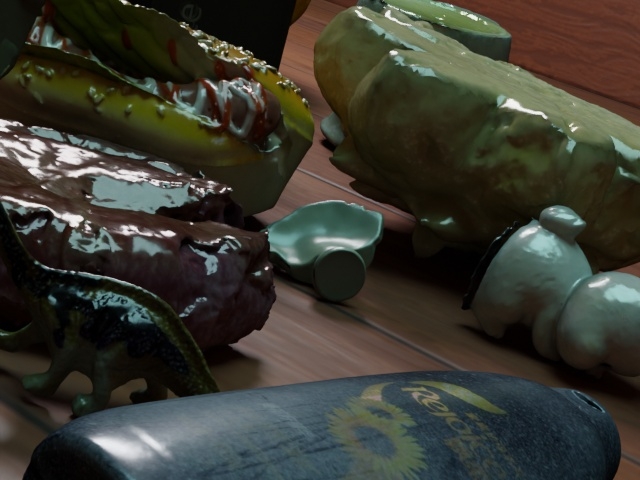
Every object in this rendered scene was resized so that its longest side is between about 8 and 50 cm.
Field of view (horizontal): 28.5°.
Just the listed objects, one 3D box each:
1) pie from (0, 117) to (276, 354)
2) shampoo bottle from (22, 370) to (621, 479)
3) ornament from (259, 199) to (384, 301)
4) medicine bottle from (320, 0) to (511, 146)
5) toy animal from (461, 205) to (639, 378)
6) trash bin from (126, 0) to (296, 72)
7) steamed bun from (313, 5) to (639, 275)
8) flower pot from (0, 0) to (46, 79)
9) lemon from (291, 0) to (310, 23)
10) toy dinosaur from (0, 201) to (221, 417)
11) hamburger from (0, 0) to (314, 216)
[{"bbox_3d":[-0.118,-0.011,0.579,0.204,0.054,0.218,9,16,-31],"label":"pie"},{"bbox_3d":[0.020,0.078,0.399,0.233,0.049,0.087,1,33,-48],"label":"shampoo bottle"},{"bbox_3d":[0.001,0.001,0.702,0.068,0.041,0.092,-3,20,17],"label":"ornament"},{"bbox_3d":[0.084,-0.138,1.124,0.147,0.143,0.147,15,19,-5],"label":"medicine bottle"},{"bbox_3d":[0.148,0.037,0.676,0.124,0.085,0.071,33,4,34],"label":"toy animal"},{"bbox_3d":[-0.126,-0.188,1.039,0.115,0.165,0.225,8,14,-31],"label":"trash bin"},{"bbox_3d":[0.115,-0.047,0.838,0.295,0.137,0.292,34,16,28],"label":"steamed bun"},{"bbox_3d":[-0.244,-0.140,0.552,0.202,0.212,0.212,15,11,33],"label":"flower pot"},{"bbox_3d":[-0.145,-0.361,1.361,0.347,0.348,0.348,16,14,-4],"label":"lemon"},{"bbox_3d":[-0.076,0.042,0.450,0.180,0.058,0.037,37,28,-5],"label":"toy dinosaur"},{"bbox_3d":[-0.107,-0.086,0.759,0.210,0.116,0.173,18,11,6],"label":"hamburger"}]
